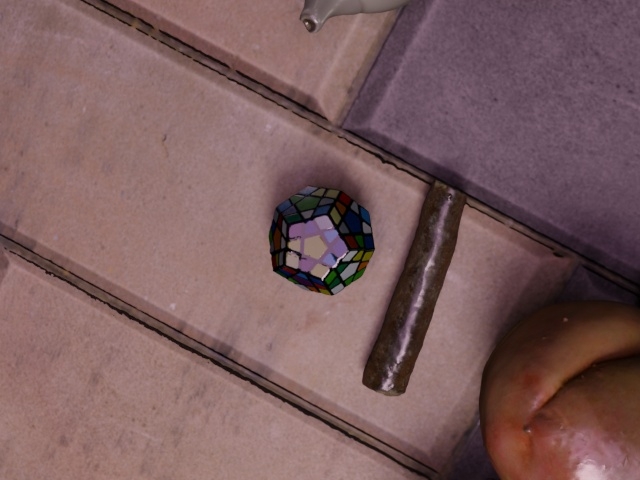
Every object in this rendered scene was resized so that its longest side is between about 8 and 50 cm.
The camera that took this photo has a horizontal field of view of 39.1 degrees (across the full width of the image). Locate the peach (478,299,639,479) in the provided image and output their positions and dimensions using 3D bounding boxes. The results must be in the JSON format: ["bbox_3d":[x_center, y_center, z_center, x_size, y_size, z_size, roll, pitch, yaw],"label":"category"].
[{"bbox_3d":[0.302,0.200,0.973,0.292,0.292,0.247,29,126,2],"label":"peach"}]

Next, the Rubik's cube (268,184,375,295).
[{"bbox_3d":[0.000,0.000,1.074,0.112,0.133,0.133,-28,96,39],"label":"Rubik's cube"}]

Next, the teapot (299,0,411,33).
[{"bbox_3d":[0.107,-0.356,0.980,0.318,0.149,0.220,-8,100,9],"label":"teapot"}]

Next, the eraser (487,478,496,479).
[{"bbox_3d":[0.208,0.469,1.140,0.210,0.092,0.274,37,100,1],"label":"eraser"}]

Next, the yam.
[{"bbox_3d":[0.117,0.062,1.099,0.061,0.061,0.274,19,101,4],"label":"yam"}]
